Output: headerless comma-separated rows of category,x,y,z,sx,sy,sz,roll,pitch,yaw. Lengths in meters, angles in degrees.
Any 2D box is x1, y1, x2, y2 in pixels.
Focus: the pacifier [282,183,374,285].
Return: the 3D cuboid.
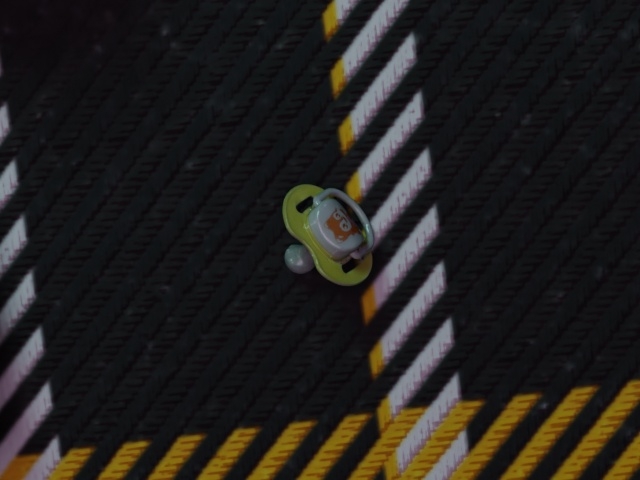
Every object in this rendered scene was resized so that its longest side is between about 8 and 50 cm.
pacifier,0.000,0.000,1.419,0.083,0.068,0.064,53,130,0
